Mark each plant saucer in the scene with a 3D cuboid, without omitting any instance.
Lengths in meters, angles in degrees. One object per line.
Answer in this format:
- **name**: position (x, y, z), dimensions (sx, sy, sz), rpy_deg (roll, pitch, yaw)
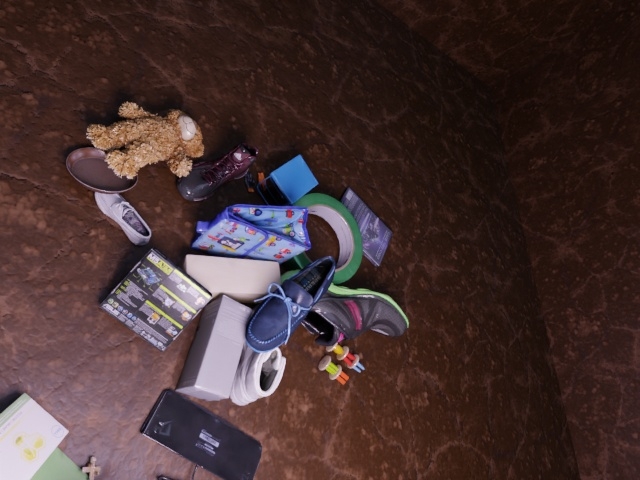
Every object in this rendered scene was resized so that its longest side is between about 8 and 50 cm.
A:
- **plant saucer**: position (-0.559, -0.173, 1.131), dimensions (0.168, 0.029, 0.169), rpy_deg (24, 35, -18)

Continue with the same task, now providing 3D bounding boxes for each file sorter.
- **file sorter**: position (-0.114, -0.191, 1.489), dimensions (0.118, 0.104, 0.170), rpy_deg (57, 43, -11)

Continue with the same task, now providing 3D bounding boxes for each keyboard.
- **keyboard**: position (-0.291, 0.522, 1.064), dimensions (0.317, 0.033, 0.202), rpy_deg (40, 43, -18)

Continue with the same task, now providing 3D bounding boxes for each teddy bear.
- **teddy bear**: position (-0.458, -0.280, 1.212), dimensions (0.337, 0.113, 0.245), rpy_deg (-11, 60, -42)

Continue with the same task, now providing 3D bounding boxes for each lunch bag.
- **lunch bag**: position (-0.211, -0.024, 1.255), dimensions (0.293, 0.221, 0.138), rpy_deg (11, 63, -37)

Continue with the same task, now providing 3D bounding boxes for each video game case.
- **video game case**: position (0.164, -0.054, 1.727), dimensions (0.274, 0.026, 0.196), rpy_deg (44, 48, -17)

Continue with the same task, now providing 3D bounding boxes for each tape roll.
- **tape roll**: position (0.000, 0.000, 1.510), dimensions (0.321, 0.077, 0.322), rpy_deg (13, 66, -32)

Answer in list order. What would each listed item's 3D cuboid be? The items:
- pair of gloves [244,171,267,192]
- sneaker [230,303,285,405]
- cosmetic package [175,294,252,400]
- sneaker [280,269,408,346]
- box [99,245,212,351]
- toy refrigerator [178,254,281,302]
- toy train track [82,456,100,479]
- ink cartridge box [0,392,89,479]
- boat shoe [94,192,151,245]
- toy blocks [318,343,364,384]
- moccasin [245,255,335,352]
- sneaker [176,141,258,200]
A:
- **pair of gloves**: position (-0.216, -0.193, 1.478), dimensions (0.083, 0.010, 0.074), rpy_deg (-5, 77, -40)
- **sneaker**: position (-0.144, 0.291, 1.202), dimensions (0.108, 0.169, 0.293), rpy_deg (28, 52, -26)
- **cosmetic package**: position (-0.269, 0.279, 1.131), dimensions (0.107, 0.127, 0.238), rpy_deg (33, 50, -25)
- **sneaker**: position (0.062, 0.248, 1.400), dimensions (0.482, 0.185, 0.202), rpy_deg (17, 58, -22)
- **box**: position (-0.396, 0.144, 1.073), dimensions (0.190, 0.045, 0.184), rpy_deg (42, 85, -17)
- **toy refrigerator**: position (-0.251, 0.113, 1.231), dimensions (0.269, 0.094, 0.102), rpy_deg (6, 61, -32)
- **toy train track**: position (-0.471, 0.493, 0.914), dimensions (0.048, 0.014, 0.083), rpy_deg (49, 26, -59)
- **ink cartridge box**: position (-0.534, 0.425, 0.825), dimensions (0.235, 0.056, 0.171), rpy_deg (48, 10, -11)
- **boat shoe**: position (-0.505, -0.069, 1.135), dimensions (0.066, 0.063, 0.184), rpy_deg (-38, 96, -44)
- **toy blocks**: position (0.074, 0.402, 1.414), dimensions (0.148, 0.054, 0.123), rpy_deg (42, 48, -18)
- **moccasin**: position (-0.078, 0.145, 1.175), dimensions (0.137, 0.117, 0.342), rpy_deg (34, 48, 8)
- **sneaker**: position (-0.294, -0.227, 1.321), dimensions (0.106, 0.162, 0.281), rpy_deg (54, 46, -7)
